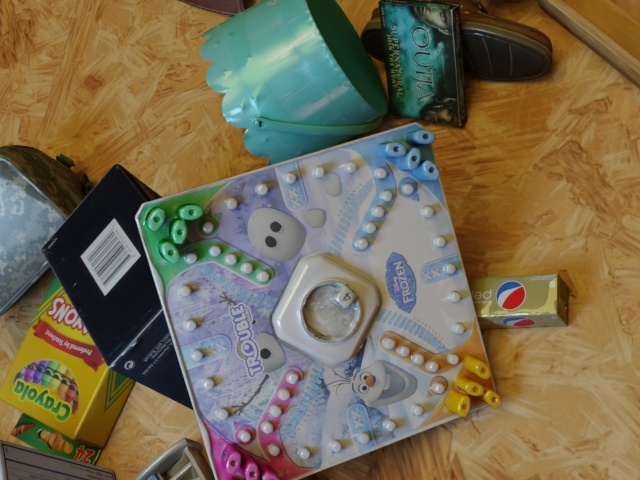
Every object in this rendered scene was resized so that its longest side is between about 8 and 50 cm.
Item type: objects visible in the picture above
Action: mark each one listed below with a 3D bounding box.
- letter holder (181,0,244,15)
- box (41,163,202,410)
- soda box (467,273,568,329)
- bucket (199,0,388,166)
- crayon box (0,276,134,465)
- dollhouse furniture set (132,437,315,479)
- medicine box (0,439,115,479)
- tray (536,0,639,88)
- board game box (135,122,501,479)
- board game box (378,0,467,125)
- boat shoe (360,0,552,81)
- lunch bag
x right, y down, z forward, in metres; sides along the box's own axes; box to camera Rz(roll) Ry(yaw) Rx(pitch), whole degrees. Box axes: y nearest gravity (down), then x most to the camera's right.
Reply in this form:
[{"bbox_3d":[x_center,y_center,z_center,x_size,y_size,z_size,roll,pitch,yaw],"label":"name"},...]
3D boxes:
[{"bbox_3d":[-0.211,-0.558,1.868,0.302,0.214,0.152,27,51,35],"label":"letter holder"},{"bbox_3d":[-0.196,0.090,1.442,0.183,0.294,0.296,-48,44,5],"label":"box"},{"bbox_3d":[0.239,0.085,1.371,0.181,0.061,0.058,-5,67,27],"label":"soda box"},{"bbox_3d":[-0.033,-0.250,1.545,0.183,0.281,0.281,-28,58,19],"label":"bucket"},{"bbox_3d":[-0.397,0.200,1.658,0.202,0.081,0.318,17,78,33],"label":"crayon box"},{"bbox_3d":[-0.214,0.332,1.364,0.286,0.303,0.198,-43,56,6],"label":"dollhouse furniture set"},{"bbox_3d":[-0.407,0.460,1.436,0.149,0.263,0.289,-28,58,16],"label":"medicine box"},{"bbox_3d":[0.500,-0.299,1.392,0.203,0.076,0.411,-42,56,6],"label":"tray"},{"bbox_3d":[0.012,0.089,1.261,0.390,0.050,0.390,-18,99,-15],"label":"board game box"},{"bbox_3d":[0.154,-0.266,1.512,0.126,0.186,0.026,14,39,33],"label":"board game box"},{"bbox_3d":[0.213,-0.324,1.537,0.307,0.111,0.104,16,61,25],"label":"boat shoe"},{"bbox_3d":[-0.552,-0.018,1.753,0.305,0.212,0.256,-45,14,6],"label":"lunch bag"}]
